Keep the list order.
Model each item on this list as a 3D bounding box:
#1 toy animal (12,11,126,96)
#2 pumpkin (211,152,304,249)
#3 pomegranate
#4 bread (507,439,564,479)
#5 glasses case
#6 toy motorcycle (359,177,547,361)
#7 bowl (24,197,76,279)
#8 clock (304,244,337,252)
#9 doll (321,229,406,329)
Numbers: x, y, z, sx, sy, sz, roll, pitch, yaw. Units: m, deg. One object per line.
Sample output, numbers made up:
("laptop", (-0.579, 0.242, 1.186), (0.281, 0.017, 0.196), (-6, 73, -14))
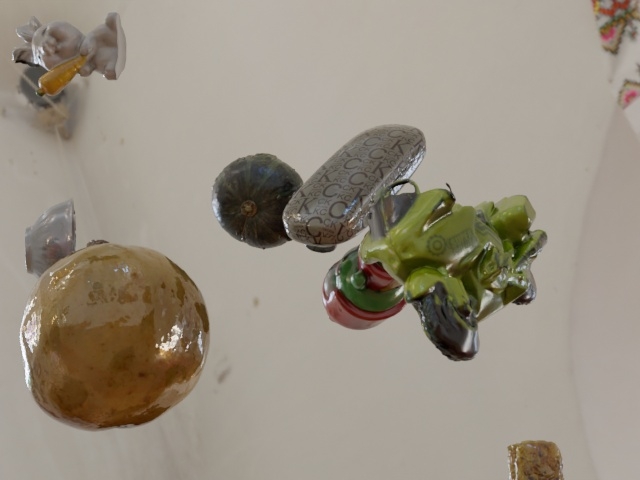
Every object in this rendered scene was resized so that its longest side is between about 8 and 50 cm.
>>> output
("toy animal", (-0.385, -0.275, 1.319), (0.181, 0.131, 0.127), (3, 4, -1))
("pumpkin", (-0.117, -0.077, 1.717), (0.190, 0.146, 0.190), (-1, -72, -2))
("pomegranate", (-0.315, 0.151, 1.347), (0.307, 0.307, 0.307), (-18, -36, -13))
("bread", (0.450, 0.522, 1.839), (0.114, 0.211, 0.083), (6, -25, -12))
("glasses case", (0.066, -0.103, 1.532), (0.355, 0.137, 0.085), (-47, -44, -41))
("toy motorcycle", (0.158, 0.016, 1.038), (0.142, 0.206, 0.342), (-27, -4, 29))
("bowl", (-0.480, 0.017, 1.577), (0.086, 0.189, 0.189), (-1, -41, -13))
("clock", (0.000, 0.000, 2.130), (0.085, 0.085, 0.017), (-8, -52, -25))
("doll", (0.094, 0.093, 1.794), (0.182, 0.160, 0.363), (-43, -2, -32))
